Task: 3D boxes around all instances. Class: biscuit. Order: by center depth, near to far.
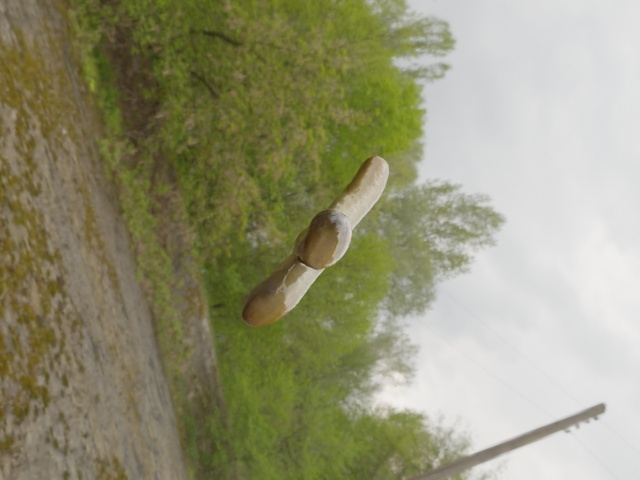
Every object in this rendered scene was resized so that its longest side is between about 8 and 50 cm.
[{"bbox_3d":[0.001,0.000,0.698,0.047,0.164,0.208,42,28,-2],"label":"biscuit"}]
